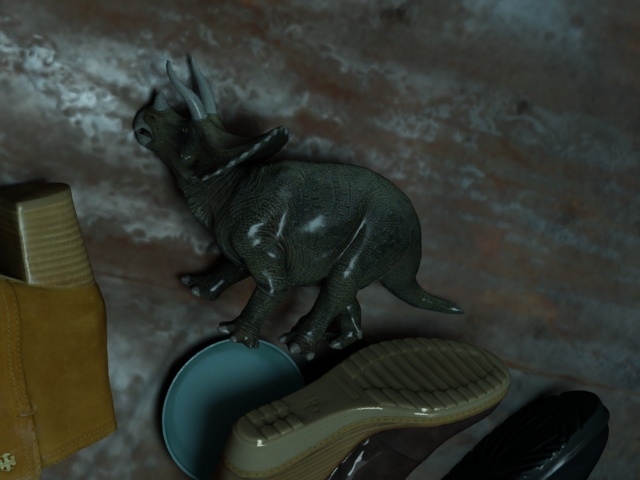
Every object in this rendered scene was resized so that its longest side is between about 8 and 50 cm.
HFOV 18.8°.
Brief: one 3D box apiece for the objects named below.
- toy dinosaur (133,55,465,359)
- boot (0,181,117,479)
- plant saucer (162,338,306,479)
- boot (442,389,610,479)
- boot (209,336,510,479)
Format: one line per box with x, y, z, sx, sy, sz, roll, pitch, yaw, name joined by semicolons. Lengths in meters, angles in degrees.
0.000;0.000;1.438;0.314;0.121;0.160;21;106;-21;toy dinosaur
-0.284;0.088;1.345;0.295;0.104;0.211;-12;106;-24;boot
-0.068;0.130;1.490;0.119;0.021;0.119;-5;104;-22;plant saucer
0.181;0.268;1.583;0.246;0.094;0.207;-41;110;-3;boot
0.025;0.188;1.503;0.248;0.090;0.207;-15;134;-23;boot
